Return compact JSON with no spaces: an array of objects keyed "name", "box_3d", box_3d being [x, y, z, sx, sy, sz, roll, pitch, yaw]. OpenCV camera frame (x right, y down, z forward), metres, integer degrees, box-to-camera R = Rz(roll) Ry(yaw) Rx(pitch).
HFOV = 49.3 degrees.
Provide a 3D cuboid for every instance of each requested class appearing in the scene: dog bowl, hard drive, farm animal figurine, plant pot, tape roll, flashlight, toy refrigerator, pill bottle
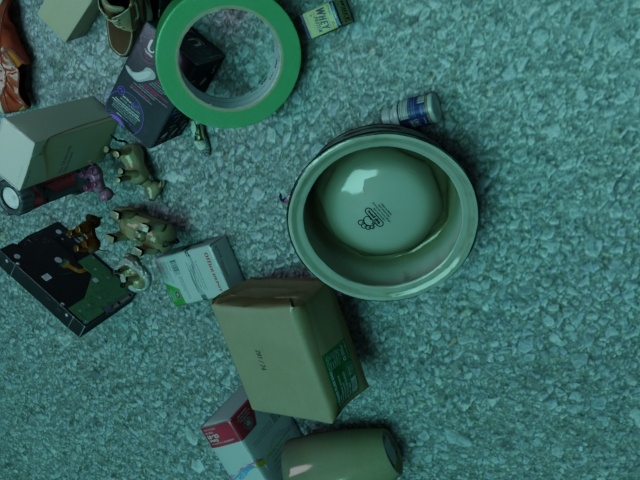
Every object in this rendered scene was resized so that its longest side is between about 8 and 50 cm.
[{"name":"dog bowl","box_3d":[0.136,-0.074,1.535,0.408,0.150,0.408,2,120,3]},{"name":"hard drive","box_3d":[-0.745,0.109,2.059,0.339,0.237,0.064,39,123,5]},{"name":"farm animal figurine","box_3d":[-0.511,-0.072,1.906,0.327,0.172,0.330,40,110,16]},{"name":"plant pot","box_3d":[0.075,0.619,1.895,0.274,0.256,0.256,-26,99,17]},{"name":"tape roll","box_3d":[-0.206,-0.412,1.553,0.321,0.077,0.321,-8,124,-11]},{"name":"flashlight","box_3d":[-0.732,-0.157,1.893,0.103,0.304,0.103,-36,93,34]},{"name":"toy refrigerator","box_3d":[-0.588,-0.633,1.743,0.102,0.094,0.269,46,124,-6]},{"name":"pill bottle","box_3d":[0.198,-0.278,1.526,0.120,0.067,0.067,-9,107,29]}]

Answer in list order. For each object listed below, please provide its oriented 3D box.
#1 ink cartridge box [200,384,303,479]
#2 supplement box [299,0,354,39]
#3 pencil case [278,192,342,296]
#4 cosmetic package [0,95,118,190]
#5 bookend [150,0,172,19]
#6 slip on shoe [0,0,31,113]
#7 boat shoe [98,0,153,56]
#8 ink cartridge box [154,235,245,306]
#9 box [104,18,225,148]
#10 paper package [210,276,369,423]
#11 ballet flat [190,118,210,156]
[{"name":"ink cartridge box","box_3d":[-0.170,0.585,1.991,0.131,0.226,0.306,-21,100,32]},{"name":"supplement box","box_3d":[0.016,-0.482,1.516,0.083,0.083,0.056,-15,105,29]},{"name":"pencil case","box_3d":[0.000,0.000,1.715,0.124,0.124,0.284,-14,106,30]},{"name":"cosmetic package","box_3d":[-0.689,-0.261,1.823,0.113,0.309,0.160,38,123,7]},{"name":"bookend","box_3d":[-0.426,-0.558,1.706,0.157,0.072,0.156,18,119,17]},{"name":"slip on shoe","box_3d":[-0.854,-0.514,1.926,0.101,0.123,0.331,2,111,-9]},{"name":"boat shoe","box_3d":[-0.455,-0.546,1.582,0.123,0.116,0.324,33,141,7]},{"name":"ink cartridge box","box_3d":[-0.333,0.085,1.934,0.208,0.087,0.153,-12,105,31]},{"name":"box","box_3d":[-0.385,-0.389,1.717,0.165,0.143,0.270,41,123,2]},{"name":"paper package","box_3d":[-0.077,0.264,1.743,0.309,0.168,0.324,-3,112,43]},{"name":"ballet flat","box_3d":[-0.315,-0.268,1.799,0.041,0.041,0.114,1,112,26]}]
